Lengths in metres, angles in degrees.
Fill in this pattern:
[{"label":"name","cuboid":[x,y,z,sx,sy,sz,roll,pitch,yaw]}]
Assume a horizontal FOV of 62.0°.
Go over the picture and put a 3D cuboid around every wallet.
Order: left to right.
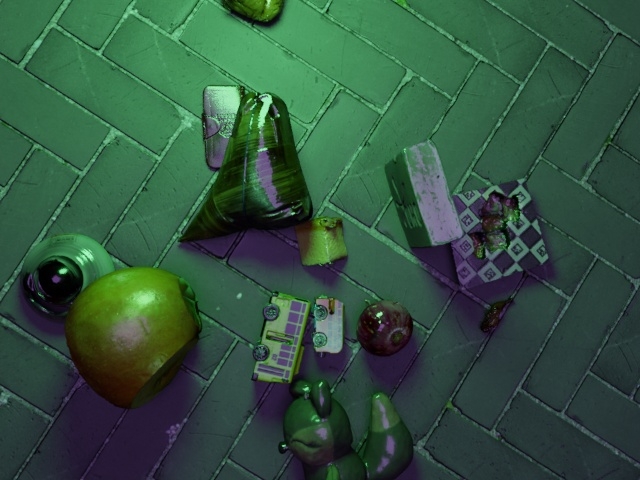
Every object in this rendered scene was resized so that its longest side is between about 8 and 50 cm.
[{"label":"wallet","cuboid":[-0.296,-0.349,1.639,0.137,0.031,0.255,-3,90,-7]}]

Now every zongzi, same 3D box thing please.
[{"label":"zongzi","cuboid":[-0.267,-0.206,1.558,0.432,0.208,0.403,-11,97,12]}]

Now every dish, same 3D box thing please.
[{"label":"dish","cuboid":[-0.756,0.115,1.551,0.273,0.134,0.273,0,89,-3]}]

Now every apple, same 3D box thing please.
[{"label":"apple","cuboid":[-0.495,0.257,1.483,0.374,0.374,0.384,-21,120,-4]}]

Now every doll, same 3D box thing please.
[{"label":"doll","cuboid":[0.059,0.562,1.580,0.378,0.252,0.382,-14,93,-36]}]

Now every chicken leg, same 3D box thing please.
[{"label":"chicken leg","cuboid":[0.556,0.230,1.678,0.062,0.037,0.145,35,87,-24]}]

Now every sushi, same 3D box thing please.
[{"label":"sushi","cuboid":[0.536,-0.022,1.671,0.294,0.059,0.292,-14,89,-4]}]

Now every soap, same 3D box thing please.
[{"label":"soap","cuboid":[0.293,-0.124,1.542,0.107,0.296,0.285,-17,88,-4]}]

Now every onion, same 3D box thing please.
[{"label":"onion","cuboid":[0.191,0.263,1.601,0.177,0.153,0.177,1,87,-21]}]

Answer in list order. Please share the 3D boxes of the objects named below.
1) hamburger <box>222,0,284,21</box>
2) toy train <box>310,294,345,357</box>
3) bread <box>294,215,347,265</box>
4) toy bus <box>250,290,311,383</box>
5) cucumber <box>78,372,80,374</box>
[{"label":"hamburger","cuboid":[-0.207,-0.772,1.610,0.206,0.130,0.183,15,90,-5]},{"label":"toy train","cuboid":[0.021,0.261,1.627,0.099,0.072,0.188,0,88,-9]},{"label":"bread","cuboid":[0.000,0.000,1.637,0.152,0.127,0.147,-6,91,30]},{"label":"toy bus","cuboid":[-0.118,0.292,1.588,0.150,0.128,0.262,14,87,-3]},{"label":"cucumber","cuboid":[-0.684,0.329,1.592,0.053,0.053,0.182,9,86,-3]}]
